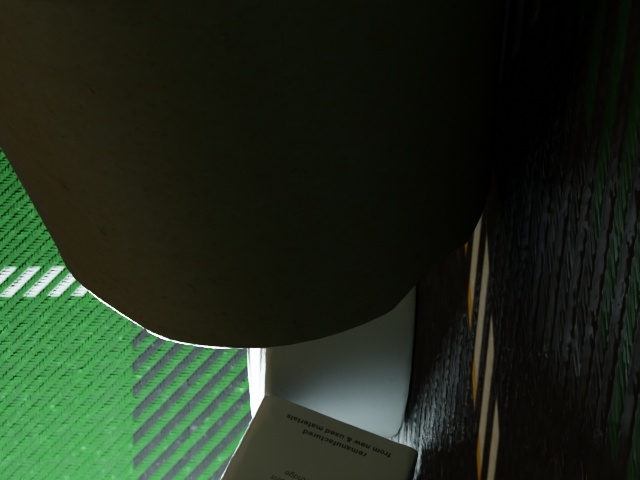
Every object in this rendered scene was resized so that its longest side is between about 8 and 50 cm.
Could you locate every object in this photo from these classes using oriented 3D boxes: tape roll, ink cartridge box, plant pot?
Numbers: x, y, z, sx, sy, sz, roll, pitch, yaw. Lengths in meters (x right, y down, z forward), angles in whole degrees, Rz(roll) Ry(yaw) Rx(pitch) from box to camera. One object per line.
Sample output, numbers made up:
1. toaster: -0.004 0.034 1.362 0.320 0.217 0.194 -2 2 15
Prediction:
1. tape roll: 0.000 0.000 1.232 0.286 0.100 0.286 180 90 -85
2. ink cartridge box: -0.044 0.270 1.104 0.198 0.114 0.273 96 -162 -50
3. plant pot: -0.043 -0.128 0.759 0.305 0.333 0.334 79 -176 -45
